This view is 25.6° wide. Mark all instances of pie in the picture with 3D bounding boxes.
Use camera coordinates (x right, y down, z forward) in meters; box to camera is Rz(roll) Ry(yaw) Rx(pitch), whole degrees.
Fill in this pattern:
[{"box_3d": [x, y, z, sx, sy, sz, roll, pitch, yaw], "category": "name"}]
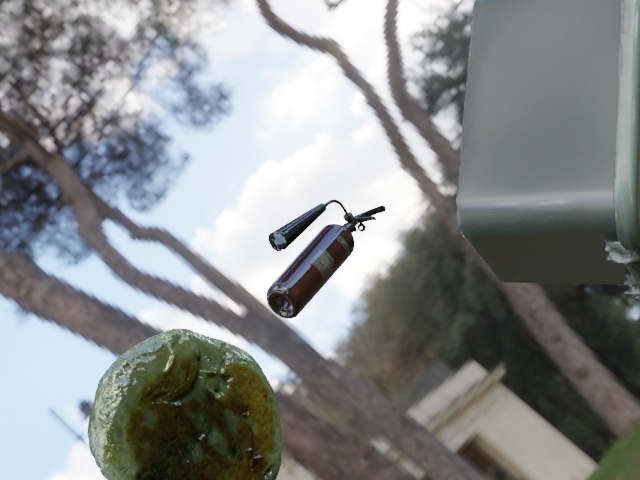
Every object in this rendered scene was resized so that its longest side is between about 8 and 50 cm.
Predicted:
[{"box_3d": [-0.048, 0.071, 0.533, 0.085, 0.085, 0.017, -33, 4, -42], "category": "pie"}]

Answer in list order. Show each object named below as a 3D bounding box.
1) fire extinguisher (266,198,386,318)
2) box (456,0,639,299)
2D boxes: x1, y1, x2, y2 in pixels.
[{"box_3d": [-0.005, 0.001, 0.857, 0.100, 0.046, 0.032, -49, 4, -41], "category": "fire extinguisher"}, {"box_3d": [0.186, -0.080, 1.031, 0.163, 0.135, 0.243, 43, -130, -56], "category": "box"}]
